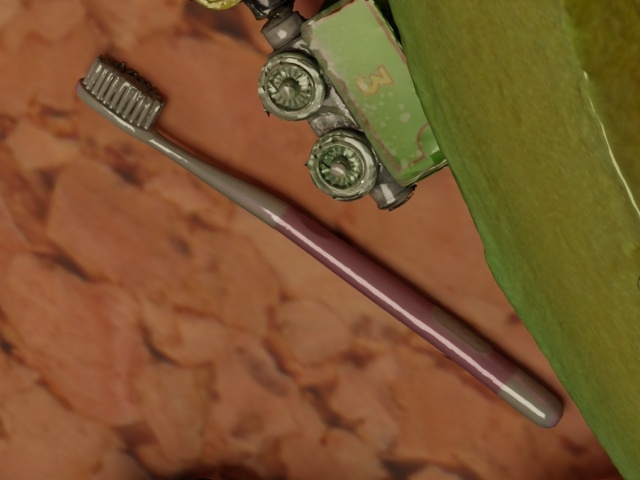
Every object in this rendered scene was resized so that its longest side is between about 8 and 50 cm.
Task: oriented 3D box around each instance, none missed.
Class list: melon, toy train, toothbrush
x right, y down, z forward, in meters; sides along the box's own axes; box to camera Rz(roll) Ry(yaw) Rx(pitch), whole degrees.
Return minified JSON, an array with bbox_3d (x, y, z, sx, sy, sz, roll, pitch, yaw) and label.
[{"bbox_3d":[0.167,-0.066,0.672,0.331,0.226,0.344,-30,87,37],"label":"melon"},{"bbox_3d":[-0.005,-0.108,0.822,0.081,0.060,0.202,-28,102,27],"label":"toy train"},{"bbox_3d":[0.000,0.000,0.901,0.286,0.020,0.025,36,120,5],"label":"toothbrush"}]

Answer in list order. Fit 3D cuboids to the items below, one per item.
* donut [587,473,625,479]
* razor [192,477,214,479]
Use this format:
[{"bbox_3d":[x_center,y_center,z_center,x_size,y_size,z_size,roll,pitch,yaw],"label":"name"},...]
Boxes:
[{"bbox_3d":[0.157,0.218,0.902,0.199,0.085,0.233,-29,101,34],"label":"donut"},{"bbox_3d":[-0.033,0.295,1.014,0.204,0.113,0.349,6,115,31],"label":"razor"}]
